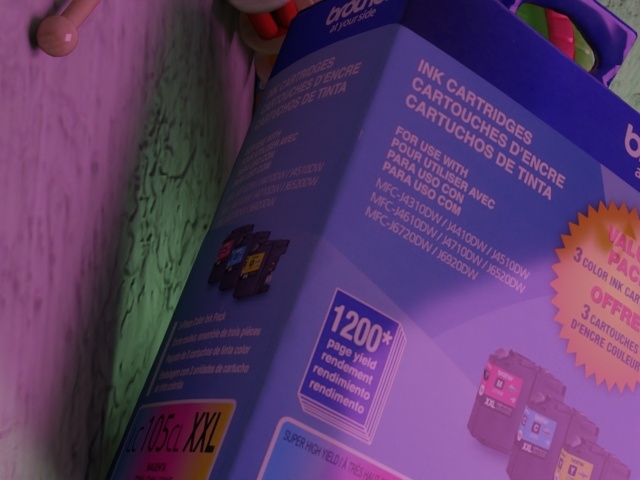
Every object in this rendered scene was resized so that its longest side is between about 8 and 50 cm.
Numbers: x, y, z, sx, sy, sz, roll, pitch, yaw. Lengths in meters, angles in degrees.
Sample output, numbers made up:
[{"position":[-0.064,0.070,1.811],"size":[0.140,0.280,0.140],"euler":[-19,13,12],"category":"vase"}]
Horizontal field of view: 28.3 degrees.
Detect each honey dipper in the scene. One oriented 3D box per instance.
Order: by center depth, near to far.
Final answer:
[{"position":[-0.092,-0.134,0.598],"size":[0.161,0.030,0.030],"euler":[-66,159,-47],"category":"honey dipper"}]

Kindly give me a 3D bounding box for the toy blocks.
[{"position":[-0.025,-0.184,0.818],"size":[0.148,0.054,0.123],"euler":[67,33,-66],"category":"toy blocks"}]

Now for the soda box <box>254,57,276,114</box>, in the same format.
[{"position":[-0.017,-0.041,0.921],"size":[0.063,0.058,0.183],"euler":[-33,127,-74],"category":"soda box"}]

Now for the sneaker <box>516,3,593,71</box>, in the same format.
[{"position":[0.115,-0.258,1.146],"size":[0.202,0.185,0.483],"euler":[122,-25,-54],"category":"sneaker"}]

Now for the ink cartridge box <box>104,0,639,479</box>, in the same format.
[{"position":[0.075,0.027,0.740],"size":[0.151,0.270,0.396],"euler":[-14,-129,55],"category":"ink cartridge box"}]
